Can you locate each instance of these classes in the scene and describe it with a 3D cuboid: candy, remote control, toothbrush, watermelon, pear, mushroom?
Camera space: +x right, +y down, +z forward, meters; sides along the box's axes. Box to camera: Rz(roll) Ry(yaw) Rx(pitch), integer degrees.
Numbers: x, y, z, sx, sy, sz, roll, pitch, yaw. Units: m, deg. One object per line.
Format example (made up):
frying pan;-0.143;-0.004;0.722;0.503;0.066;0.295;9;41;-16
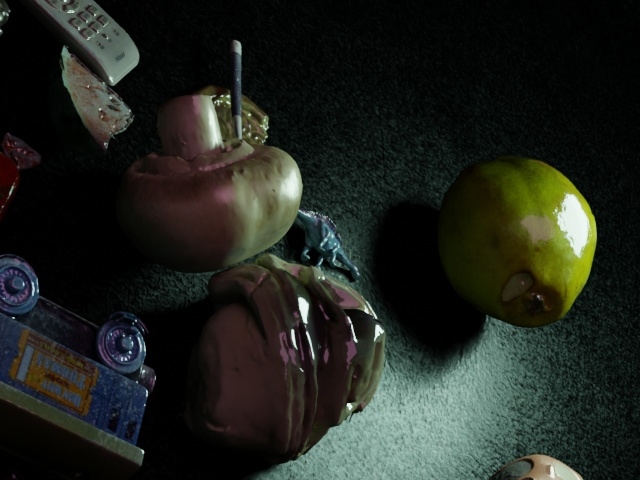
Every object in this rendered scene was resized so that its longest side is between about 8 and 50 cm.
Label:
candy;-0.425;-0.046;1.798;0.086;0.059;0.292;41;38;-16
remote control;-0.391;-0.343;2.072;0.313;0.055;0.109;44;32;-7
toothbrush;-0.129;-0.201;2.231;0.024;0.026;0.288;27;42;-32
watermelon;-0.318;-0.172;2.013;0.139;0.071;0.187;17;43;-49
pear;0.327;-0.002;2.443;0.269;0.269;0.321;21;36;-38
mushroom;-0.154;-0.085;1.973;0.260;0.254;0.234;-127;-151;-72

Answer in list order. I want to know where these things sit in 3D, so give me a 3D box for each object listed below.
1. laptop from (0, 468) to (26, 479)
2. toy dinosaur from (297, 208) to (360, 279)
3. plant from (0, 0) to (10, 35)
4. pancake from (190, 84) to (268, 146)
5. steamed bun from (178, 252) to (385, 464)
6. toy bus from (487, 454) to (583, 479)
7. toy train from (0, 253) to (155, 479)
laptop;-0.321;0.362;1.640;0.197;0.016;0.135;53;35;-4
toy dinosaur;0.000;0.000;2.248;0.197;0.045;0.080;49;35;-25
plant;-0.502;-0.313;1.859;0.194;0.132;0.129;42;35;-25
pancake;-0.126;-0.135;2.225;0.212;0.029;0.235;-18;75;-52
steamed bun;-0.036;0.149;1.965;0.275;0.206;0.320;38;44;-25
toy bus;0.348;0.441;2.187;0.288;0.194;0.232;40;31;-19
toy train;-0.330;0.155;1.704;0.300;0.131;0.202;31;51;-29
